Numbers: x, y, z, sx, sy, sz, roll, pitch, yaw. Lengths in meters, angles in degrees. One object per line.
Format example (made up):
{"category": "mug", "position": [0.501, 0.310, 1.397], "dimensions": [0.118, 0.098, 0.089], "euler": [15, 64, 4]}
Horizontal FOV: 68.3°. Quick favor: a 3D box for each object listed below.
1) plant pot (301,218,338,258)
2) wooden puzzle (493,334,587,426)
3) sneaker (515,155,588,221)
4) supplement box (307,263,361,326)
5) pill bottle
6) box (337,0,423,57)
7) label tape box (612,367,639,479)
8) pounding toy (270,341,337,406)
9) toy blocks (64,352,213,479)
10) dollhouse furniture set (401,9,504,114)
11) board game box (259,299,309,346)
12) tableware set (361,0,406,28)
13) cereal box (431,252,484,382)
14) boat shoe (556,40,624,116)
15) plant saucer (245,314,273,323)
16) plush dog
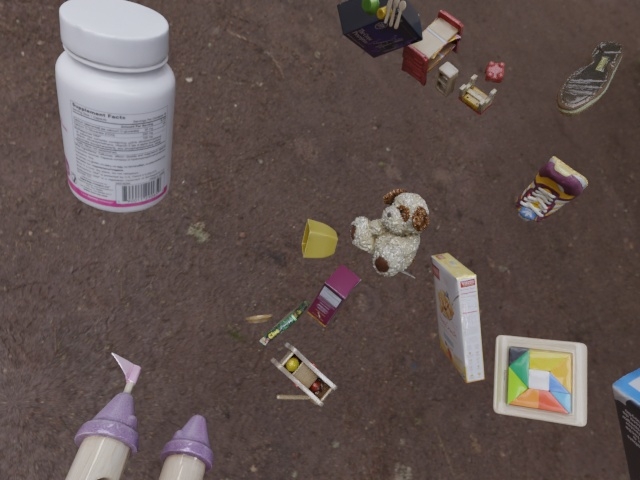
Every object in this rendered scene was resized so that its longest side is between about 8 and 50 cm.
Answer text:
{"category": "plant pot", "position": [0.000, 0.000, 1.262], "dimensions": [0.083, 0.081, 0.081], "euler": [9, 26, -11]}
{"category": "wooden puzzle", "position": [0.609, 0.384, 1.311], "dimensions": [0.044, 0.239, 0.220], "euler": [37, 58, -68]}
{"category": "sneaker", "position": [0.351, -0.068, 0.736], "dimensions": [0.069, 0.084, 0.185], "euler": [45, 9, 20]}
{"category": "supplement box", "position": [0.041, 0.177, 1.500], "dimensions": [0.081, 0.188, 0.104], "euler": [38, 48, 10]}
{"category": "pill bottle", "position": [-0.305, -0.196, 0.715], "dimensions": [0.161, 0.283, 0.160], "euler": [11, 41, -10]}
{"category": "box", "position": [0.195, -0.685, 1.488], "dimensions": [0.261, 0.185, 0.103], "euler": [-8, 86, -62]}
{"category": "label tape box", "position": [0.459, 0.314, 0.486], "dimensions": [0.106, 0.240, 0.333], "euler": [-26, 112, -5]}
{"category": "pounding toy", "position": [-0.060, 0.452, 1.454], "dimensions": [0.155, 0.154, 0.269], "euler": [-47, 122, -14]}
{"category": "toy blocks", "position": [-0.118, 0.279, 0.421], "dimensions": [0.288, 0.309, 0.260], "euler": [52, 28, -30]}
{"category": "dollhouse furniture set", "position": [0.489, -0.616, 1.687], "dimensions": [0.201, 0.152, 0.374], "euler": [-43, 73, -6]}
{"category": "board game box", "position": [-0.112, 0.265, 1.551], "dimensions": [0.136, 0.260, 0.030], "euler": [-42, 87, 7]}
{"category": "tableware set", "position": [0.115, -0.432, 0.761], "dimensions": [0.024, 0.154, 0.104], "euler": [-28, 57, -34]}
{"category": "cereal box", "position": [0.299, 0.163, 1.042], "dimensions": [0.048, 0.173, 0.240], "euler": [-10, 104, -2]}
{"category": "boat shoe", "position": [0.490, -0.279, 0.861], "dimensions": [0.068, 0.072, 0.190], "euler": [35, 71, 29]}
{"category": "plant saucer", "position": [-0.181, 0.233, 1.393], "dimensions": [0.084, 0.083, 0.015], "euler": [-4, 87, -34]}
{"category": "plush dog", "position": [0.241, -0.033, 1.400], "dimensions": [0.211, 0.225, 0.262], "euler": [11, 24, -28]}
